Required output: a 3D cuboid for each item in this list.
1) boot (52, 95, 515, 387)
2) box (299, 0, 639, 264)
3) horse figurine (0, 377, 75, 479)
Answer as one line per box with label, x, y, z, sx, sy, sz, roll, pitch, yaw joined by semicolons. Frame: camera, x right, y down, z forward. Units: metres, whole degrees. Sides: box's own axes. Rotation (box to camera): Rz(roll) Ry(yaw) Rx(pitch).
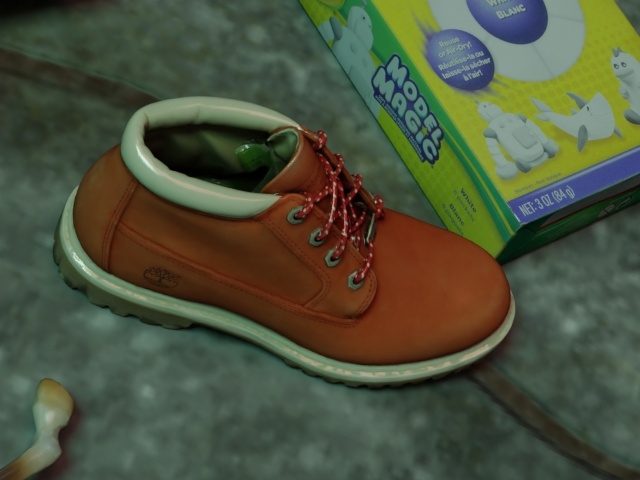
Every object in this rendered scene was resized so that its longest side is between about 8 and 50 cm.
boot;0.000;0.000;0.501;0.158;0.084;0.059;13;56;-17
box;0.058;-0.085;0.599;0.105;0.043;0.179;-23;70;-31
horse figurine;-0.088;0.116;0.410;0.263;0.066;0.174;39;49;6
